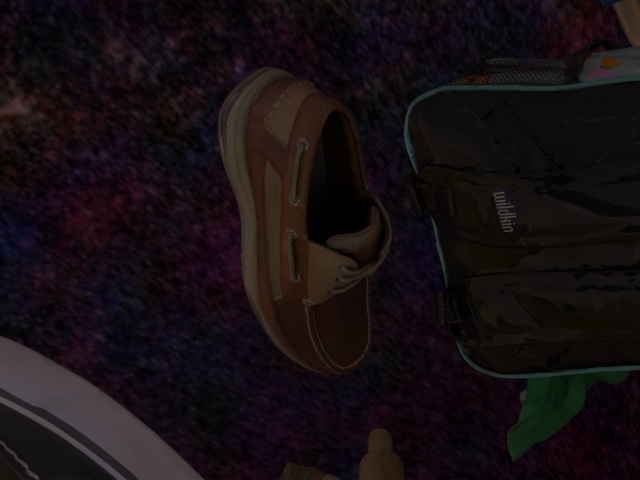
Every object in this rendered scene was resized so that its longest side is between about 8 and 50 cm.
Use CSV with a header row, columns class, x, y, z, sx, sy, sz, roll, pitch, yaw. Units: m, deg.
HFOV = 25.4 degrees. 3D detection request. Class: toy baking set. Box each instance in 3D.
class,x,y,z,sx,sy,sz,roll,pitch,yaw
toy baking set,0.041,0.243,0.892,0.030,0.256,0.196,-2,107,3

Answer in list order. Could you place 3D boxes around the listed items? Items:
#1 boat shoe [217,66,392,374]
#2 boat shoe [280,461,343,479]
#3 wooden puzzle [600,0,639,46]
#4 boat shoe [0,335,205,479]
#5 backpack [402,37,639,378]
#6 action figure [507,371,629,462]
class,x,y,z,sx,sy,sz,roll,pitch,yaw
boat shoe,0.000,0.000,1.285,0.116,0.324,0.123,17,47,38
boat shoe,-0.042,0.242,1.206,0.072,0.190,0.068,30,108,9
wooden puzzle,0.241,-0.372,1.258,0.080,0.348,0.322,-16,68,0
boat shoe,-0.069,0.119,0.473,0.228,0.080,0.076,38,53,12
backpack,0.157,-0.021,0.704,0.188,0.144,0.166,-2,108,39
action figure,0.162,0.066,0.983,0.063,0.232,0.137,38,78,25
